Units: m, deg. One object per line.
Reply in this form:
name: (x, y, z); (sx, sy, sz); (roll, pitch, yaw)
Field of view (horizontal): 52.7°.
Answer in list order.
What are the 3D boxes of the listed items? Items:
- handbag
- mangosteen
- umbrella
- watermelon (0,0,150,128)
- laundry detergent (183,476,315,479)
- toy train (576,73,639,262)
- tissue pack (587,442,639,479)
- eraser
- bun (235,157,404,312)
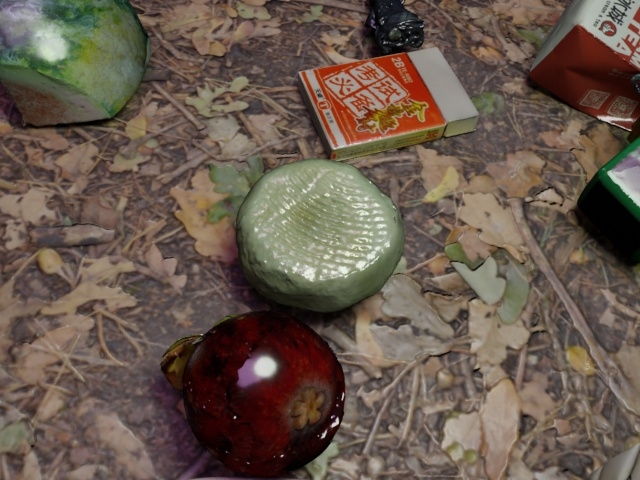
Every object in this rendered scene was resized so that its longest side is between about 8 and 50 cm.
handbag: (0.488, -0.251, 0.966); (0.298, 0.151, 0.171); (35, 70, -2)
mangosteen: (-0.065, 0.142, 0.645); (0.166, 0.166, 0.180); (-34, 36, -24)
umbrella: (0.107, -0.374, 1.048); (0.080, 0.071, 0.224); (-9, 48, -1)
watermelon: (-0.369, -0.313, 0.926); (0.224, 0.180, 0.305); (30, 39, -40)
laundry detergent: (0.027, 0.287, 0.579); (0.336, 0.087, 0.159); (5, 31, -4)
toy train: (0.507, -0.032, 0.791); (0.249, 0.178, 0.429); (-36, 72, -4)
tissue pack: (0.306, 0.336, 0.480); (0.194, 0.266, 0.356); (19, 56, 7)
eraser: (0.098, -0.205, 0.953); (0.230, 0.038, 0.157); (-14, 59, -13)
bun: (0.000, 0.000, 0.761); (0.196, 0.118, 0.195); (-1, 57, 1)
